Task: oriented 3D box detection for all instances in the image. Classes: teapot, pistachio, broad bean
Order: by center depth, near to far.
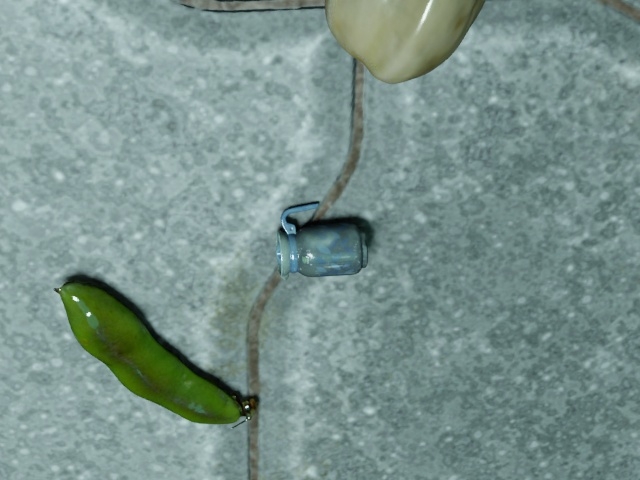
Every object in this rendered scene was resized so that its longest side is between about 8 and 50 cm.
[{"bbox_3d":[0.081,-0.241,1.340,0.137,0.153,0.238,13,96,-30],"label":"pistachio"},{"bbox_3d":[0.001,0.003,1.551,0.083,0.049,0.063,-4,126,-7],"label":"teapot"},{"bbox_3d":[-0.163,0.115,1.605,0.065,0.046,0.254,-42,123,11],"label":"broad bean"}]
